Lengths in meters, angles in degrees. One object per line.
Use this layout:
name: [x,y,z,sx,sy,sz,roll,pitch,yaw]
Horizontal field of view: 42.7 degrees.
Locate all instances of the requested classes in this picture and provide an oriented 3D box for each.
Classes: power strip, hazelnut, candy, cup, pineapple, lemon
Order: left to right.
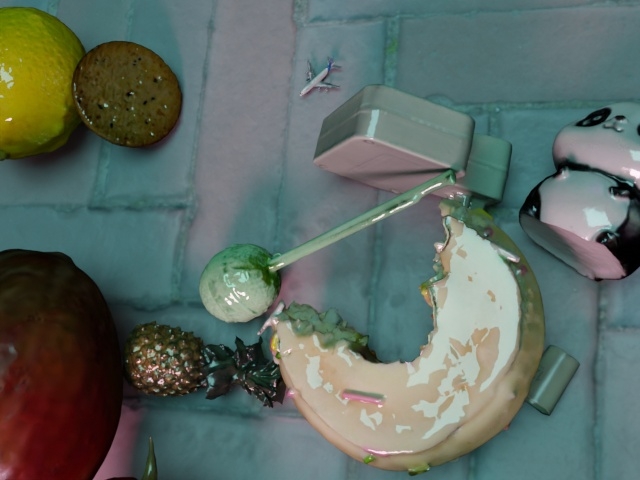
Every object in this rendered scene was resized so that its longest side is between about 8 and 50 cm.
hazelnut: [-0.471,0.196,1.169,0.421,0.353,0.420,-32,46,42]
lemon: [-0.510,-0.268,1.385,0.234,0.233,0.288,4,66,16]
pineapple: [-0.164,0.187,1.223,0.251,0.125,0.125,8,76,13]
candy: [0.000,0.000,1.165,0.440,0.119,0.119,-28,67,28]
power strip: [0.137,-0.103,1.174,0.261,0.229,0.141,17,80,-16]
cup: [0.309,0.190,1.130,0.054,0.075,0.083,38,82,-16]

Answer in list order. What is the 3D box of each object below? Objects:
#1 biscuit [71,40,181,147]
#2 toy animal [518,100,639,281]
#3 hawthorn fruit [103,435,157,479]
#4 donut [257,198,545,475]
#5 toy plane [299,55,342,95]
biscuit: [-0.325,-0.245,1.376,0.188,0.027,0.187,7,76,-29]
toy animal: [0.396,-0.078,1.117,0.187,0.165,0.235,27,85,38]
hawthorn fruit: [-0.238,0.447,1.096,0.258,0.258,0.262,-22,33,8]
donut: [0.133,0.146,1.112,0.371,0.150,0.307,-33,73,12]
toy plane: [-0.003,-0.269,1.358,0.078,0.024,0.084,44,95,21]
